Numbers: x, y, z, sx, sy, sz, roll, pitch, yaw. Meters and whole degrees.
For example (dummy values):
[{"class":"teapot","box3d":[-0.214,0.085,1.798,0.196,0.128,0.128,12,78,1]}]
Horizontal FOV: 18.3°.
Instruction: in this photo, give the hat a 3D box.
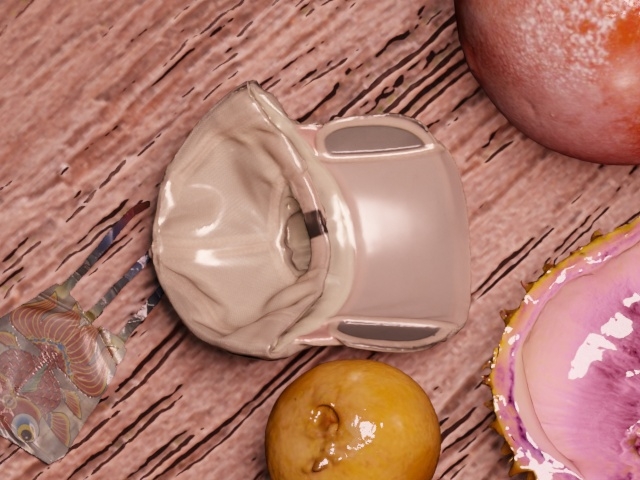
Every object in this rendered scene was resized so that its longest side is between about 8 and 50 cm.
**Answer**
[{"class":"hat","box3d":[0.000,0.000,1.568,0.226,0.164,0.219,10,71,-34]}]

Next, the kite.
[{"class":"kite","box3d":[-0.194,0.062,1.595,0.127,0.016,0.229,39,83,8]}]

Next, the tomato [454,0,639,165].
[{"class":"tomato","box3d":[0.214,-0.183,1.499,0.227,0.270,0.270,-23,76,7]}]

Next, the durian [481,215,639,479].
[{"class":"durian","box3d":[0.249,0.082,1.516,0.191,0.112,0.341,38,74,21]}]

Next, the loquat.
[{"class":"loquat","box3d":[0.021,0.158,1.496,0.141,0.141,0.141,-1,77,4]}]
